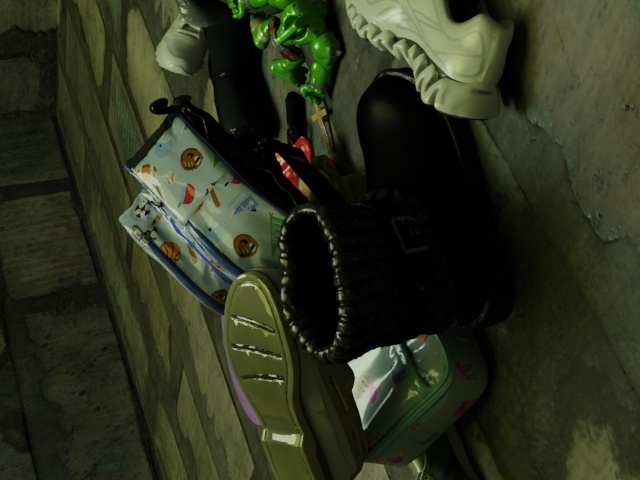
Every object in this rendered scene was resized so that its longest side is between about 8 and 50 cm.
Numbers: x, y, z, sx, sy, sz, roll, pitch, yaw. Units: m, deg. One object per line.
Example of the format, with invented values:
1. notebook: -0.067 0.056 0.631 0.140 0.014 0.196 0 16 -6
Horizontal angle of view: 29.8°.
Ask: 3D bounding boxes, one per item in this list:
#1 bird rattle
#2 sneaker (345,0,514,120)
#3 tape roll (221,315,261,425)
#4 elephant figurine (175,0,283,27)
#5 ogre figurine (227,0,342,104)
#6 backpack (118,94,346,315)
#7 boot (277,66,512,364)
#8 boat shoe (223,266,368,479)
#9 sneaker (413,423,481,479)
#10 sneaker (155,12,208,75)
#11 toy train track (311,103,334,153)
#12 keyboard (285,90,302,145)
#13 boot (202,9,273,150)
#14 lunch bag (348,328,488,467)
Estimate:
1. bird rattle: -0.033 -0.048 1.688 0.207 0.143 0.253 -57 33 -9
2. sneaker: 0.123 -0.247 1.337 0.292 0.110 0.118 51 135 46
3. tape roll: -0.096 0.187 2.151 0.275 0.090 0.275 171 90 -71
4. elephant figurine: -0.165 -0.410 1.828 0.186 0.239 0.169 -142 46 -62
5. ogre figurine: -0.040 -0.296 1.733 0.118 0.096 0.197 -32 80 51
6. backpack: -0.095 -0.019 1.475 0.263 0.276 0.213 36 99 29
7. boot: 0.056 -0.041 1.341 0.131 0.260 0.348 -44 60 48
8. boat shoe: -0.024 0.158 1.383 0.113 0.103 0.302 10 121 44
9. sneaker: 0.156 0.314 1.514 0.064 0.086 0.192 102 151 -47
10. sneaker: -0.226 -0.380 2.134 0.235 0.090 0.095 -77 11 -48
11. toy train track: 0.008 -0.172 1.804 0.048 0.014 0.083 -18 88 63
12. keyboard: -0.032 -0.137 1.921 0.100 0.038 0.192 -85 -10 -72
13. boot: -0.137 -0.269 2.029 0.246 0.094 0.207 102 156 -60
14. lunch bag: 0.078 0.122 1.516 0.224 0.107 0.279 -49 50 29
